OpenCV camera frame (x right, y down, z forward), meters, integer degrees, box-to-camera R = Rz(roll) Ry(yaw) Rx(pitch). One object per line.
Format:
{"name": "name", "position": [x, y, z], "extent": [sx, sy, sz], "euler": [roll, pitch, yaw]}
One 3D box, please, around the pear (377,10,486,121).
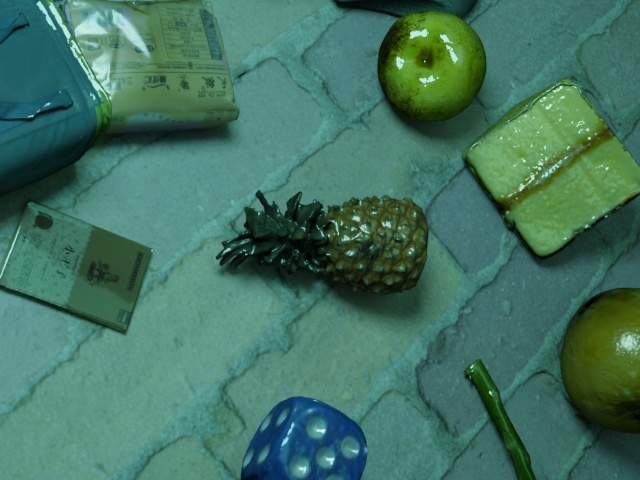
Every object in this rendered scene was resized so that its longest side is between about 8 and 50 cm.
{"name": "pear", "position": [0.199, -0.307, 1.761], "extent": [0.197, 0.197, 0.197], "euler": [9, 70, -25]}

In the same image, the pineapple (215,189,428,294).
{"name": "pineapple", "position": [0.000, 0.000, 1.583], "extent": [0.341, 0.169, 0.169], "euler": [3, 72, -16]}

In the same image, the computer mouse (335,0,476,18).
{"name": "computer mouse", "position": [0.156, -0.515, 1.845], "extent": [0.371, 0.122, 0.188], "euler": [-1, 73, -25]}

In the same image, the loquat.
{"name": "loquat", "position": [0.546, 0.212, 1.724], "extent": [0.263, 0.263, 0.263], "euler": [9, 70, -25]}

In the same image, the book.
{"name": "book", "position": [-0.355, 0.036, 1.446], "extent": [0.199, 0.016, 0.138], "euler": [23, 64, -20]}

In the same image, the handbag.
{"name": "handbag", "position": [-0.457, -0.192, 1.350], "extent": [0.241, 0.222, 0.263], "euler": [-29, 89, -37]}

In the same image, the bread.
{"name": "bread", "position": [0.423, -0.128, 1.822], "extent": [0.236, 0.198, 0.263], "euler": [-39, 92, -24]}

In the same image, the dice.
{"name": "dice", "position": [-0.026, 0.321, 1.452], "extent": [0.143, 0.146, 0.146], "euler": [32, 62, -13]}

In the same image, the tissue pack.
{"name": "tissue pack", "position": [-0.268, -0.273, 1.533], "extent": [0.257, 0.123, 0.215], "euler": [-8, 80, -29]}

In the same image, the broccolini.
{"name": "broccolini", "position": [0.320, 0.394, 1.676], "extent": [0.074, 0.079, 0.392], "euler": [-19, 76, -21]}
